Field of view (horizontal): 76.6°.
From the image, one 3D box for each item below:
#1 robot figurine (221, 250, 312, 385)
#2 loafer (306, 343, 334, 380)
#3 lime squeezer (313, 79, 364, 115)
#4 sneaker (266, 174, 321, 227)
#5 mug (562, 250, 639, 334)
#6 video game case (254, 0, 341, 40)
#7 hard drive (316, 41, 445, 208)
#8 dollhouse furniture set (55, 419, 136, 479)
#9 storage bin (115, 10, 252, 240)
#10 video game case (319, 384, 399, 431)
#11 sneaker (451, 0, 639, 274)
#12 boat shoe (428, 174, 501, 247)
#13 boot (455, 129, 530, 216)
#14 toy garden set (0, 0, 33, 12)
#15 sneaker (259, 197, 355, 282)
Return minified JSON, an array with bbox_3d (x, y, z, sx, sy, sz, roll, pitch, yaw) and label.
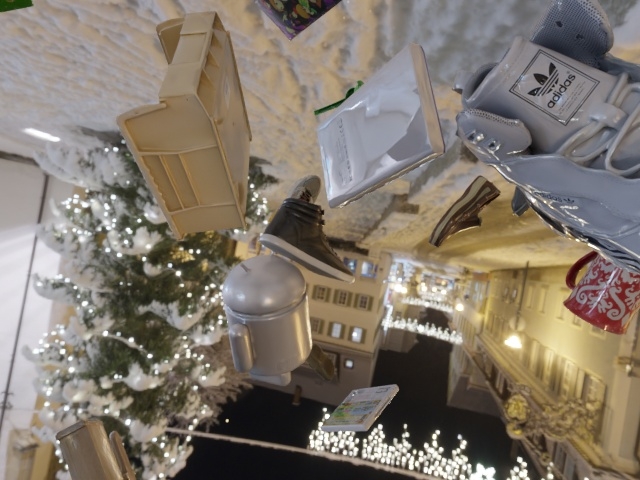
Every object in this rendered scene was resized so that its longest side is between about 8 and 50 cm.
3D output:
[{"bbox_3d":[-0.127,0.185,0.998,0.200,0.353,0.300,4,-154,19],"label":"robot figurine"},{"bbox_3d":[-0.005,0.363,1.207,0.050,0.148,0.056,-12,-151,31],"label":"loafer"},{"bbox_3d":[0.084,-0.401,1.108,0.110,0.058,0.310,-2,-175,-20],"label":"lime squeezer"},{"bbox_3d":[-0.059,-0.097,1.180,0.088,0.225,0.093,40,161,-25],"label":"sneaker"},{"bbox_3d":[0.548,0.068,0.774,0.113,0.169,0.150,4,-155,-37],"label":"mug"},{"bbox_3d":[-0.071,-0.388,0.519,0.232,0.041,0.210,39,169,-27],"label":"video game case"},{"bbox_3d":[0.103,-0.212,0.832,0.040,0.210,0.319,-2,167,-33],"label":"hard drive"},{"bbox_3d":[-0.518,0.465,0.655,0.356,0.173,0.303,-24,163,-21],"label":"dollhouse furniture set"},{"bbox_3d":[-0.198,-0.185,0.663,0.123,0.262,0.260,-5,141,1],"label":"storage bin"},{"bbox_3d":[0.131,0.570,1.372,0.206,0.026,0.227,-30,180,-44],"label":"video game case"},{"bbox_3d":[0.225,-0.061,0.283,0.210,0.137,0.366,35,-169,-16],"label":"sneaker"},{"bbox_3d":[0.420,-0.071,1.161,0.095,0.257,0.095,39,175,19],"label":"boat shoe"},{"bbox_3d":[0.369,-0.174,0.826,0.209,0.189,0.076,30,-150,14],"label":"boot"},{"bbox_3d":[-0.502,-0.381,0.484,0.204,0.049,0.244,-31,172,-27],"label":"toy garden set"},{"bbox_3d":[0.000,0.000,0.990,0.296,0.146,0.105,32,163,-34],"label":"sneaker"}]
